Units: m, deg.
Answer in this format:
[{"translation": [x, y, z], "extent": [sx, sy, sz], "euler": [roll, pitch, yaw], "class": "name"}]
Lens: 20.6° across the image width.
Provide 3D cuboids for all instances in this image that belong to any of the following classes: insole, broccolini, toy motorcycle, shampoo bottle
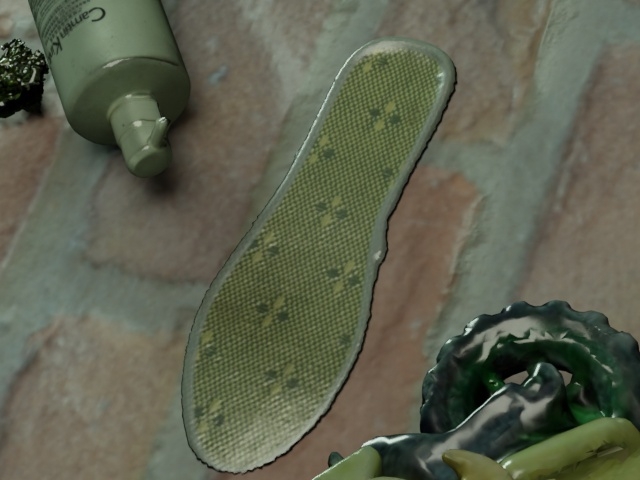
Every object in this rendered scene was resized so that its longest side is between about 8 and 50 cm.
[{"translation": [0.000, 0.000, 1.087], "extent": [0.109, 0.007, 0.322], "euler": [16, 64, 21], "class": "insole"}, {"translation": [-0.277, -0.067, 1.170], "extent": [0.218, 0.042, 0.044], "euler": [-28, 56, -3], "class": "broccolini"}, {"translation": [0.040, 0.208, 0.852], "extent": [0.410, 0.169, 0.237], "euler": [-41, 60, -14], "class": "toy motorcycle"}, {"translation": [-0.145, -0.148, 1.164], "extent": [0.085, 0.085, 0.262], "euler": [-21, 57, -1], "class": "shampoo bottle"}]
